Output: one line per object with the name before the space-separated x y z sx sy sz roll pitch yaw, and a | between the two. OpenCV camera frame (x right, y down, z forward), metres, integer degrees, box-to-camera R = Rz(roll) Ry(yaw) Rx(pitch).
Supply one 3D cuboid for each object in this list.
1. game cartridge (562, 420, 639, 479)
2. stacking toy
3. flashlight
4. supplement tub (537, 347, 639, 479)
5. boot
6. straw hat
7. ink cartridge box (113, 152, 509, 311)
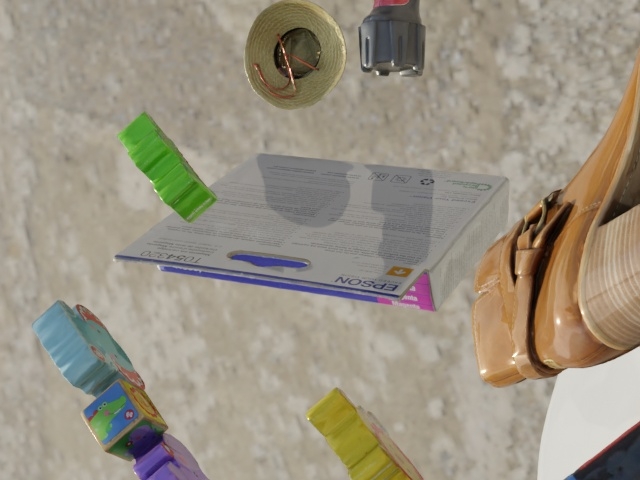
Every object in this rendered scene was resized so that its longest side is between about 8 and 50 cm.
game cartridge | 0.114 0.191 0.528 0.355 0.068 0.230 -39 36 6
stacking toy | -0.079 0.074 0.611 0.167 0.052 0.221 -40 60 5
flashlight | 0.083 -0.364 1.816 0.103 0.103 0.304 59 -148 -86
supplement tub | 0.330 0.143 0.914 0.331 0.241 0.241 21 131 -5
boot | 0.141 -0.023 0.731 0.073 0.197 0.152 32 146 -14
straw hat | -0.026 -0.243 1.856 0.144 0.061 0.144 5 105 17
ink cartridge box | 0.000 0.000 1.548 0.324 0.330 0.071 8 117 25
